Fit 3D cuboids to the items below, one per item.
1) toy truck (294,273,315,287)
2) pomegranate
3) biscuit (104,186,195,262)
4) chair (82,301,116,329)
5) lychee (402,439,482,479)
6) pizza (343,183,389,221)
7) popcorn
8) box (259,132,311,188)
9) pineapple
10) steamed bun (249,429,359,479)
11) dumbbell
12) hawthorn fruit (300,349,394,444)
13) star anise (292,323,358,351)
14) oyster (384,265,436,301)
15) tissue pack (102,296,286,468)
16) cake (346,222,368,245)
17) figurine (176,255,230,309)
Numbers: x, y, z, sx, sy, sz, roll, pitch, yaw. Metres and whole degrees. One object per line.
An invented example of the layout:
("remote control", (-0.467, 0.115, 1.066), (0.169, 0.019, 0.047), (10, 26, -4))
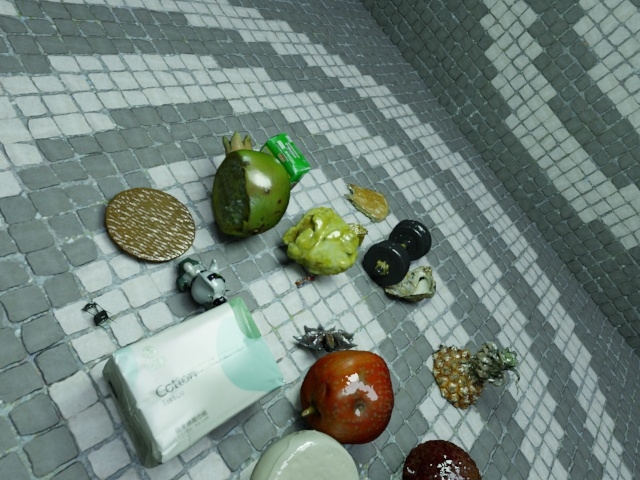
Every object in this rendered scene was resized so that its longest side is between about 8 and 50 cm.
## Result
("toy truck", (-0.052, 0.142, 1.477), (0.083, 0.024, 0.031), (-25, 100, -43))
("pomegranate", (-0.217, -0.184, 1.364), (0.216, 0.310, 0.357), (4, 65, -30))
("biscuit", (-0.508, -0.047, 1.254), (0.262, 0.037, 0.261), (19, 51, -26))
("chair", (-0.559, 0.191, 1.056), (0.086, 0.042, 0.037), (21, 37, 25))
("lychee", (0.355, 0.722, 1.223), (0.261, 0.261, 0.260), (20, 51, -26))
("pizza", (0.208, -0.171, 1.885), (0.262, 0.034, 0.180), (18, 51, -28))
("popcorn", (0.000, 0.000, 1.487), (0.242, 0.235, 0.250), (39, 13, -21))
("box", (-0.172, -0.244, 1.494), (0.180, 0.250, 0.103), (53, 38, 3))
("pineapple", (0.600, 0.477, 1.562), (0.263, 0.272, 0.262), (20, 50, -26))
("steamed bun", (-0.051, 0.619, 1.033), (0.284, 0.177, 0.282), (8, 72, -26))
("dumbbell", (0.322, 0.044, 1.716), (0.185, 0.185, 0.388), (50, 44, 3))
("hawthorn fruit", (0.070, 0.448, 1.194), (0.300, 0.275, 0.275), (-6, 65, -33))
("star anise", (0.023, 0.322, 1.339), (0.205, 0.181, 0.061), (0, 99, -39))
("oyster", (0.375, 0.189, 1.740), (0.295, 0.093, 0.166), (-6, 46, -29))
("tissue pack", (-0.302, 0.336, 1.033), (0.357, 0.194, 0.265), (-21, 76, -44))
("cake", (0.096, -0.019, 1.695), (0.185, 0.116, 0.079), (-16, 63, -9))
("figurine", (-0.336, 0.123, 1.208), (0.126, 0.147, 0.192), (-35, 65, -27))
